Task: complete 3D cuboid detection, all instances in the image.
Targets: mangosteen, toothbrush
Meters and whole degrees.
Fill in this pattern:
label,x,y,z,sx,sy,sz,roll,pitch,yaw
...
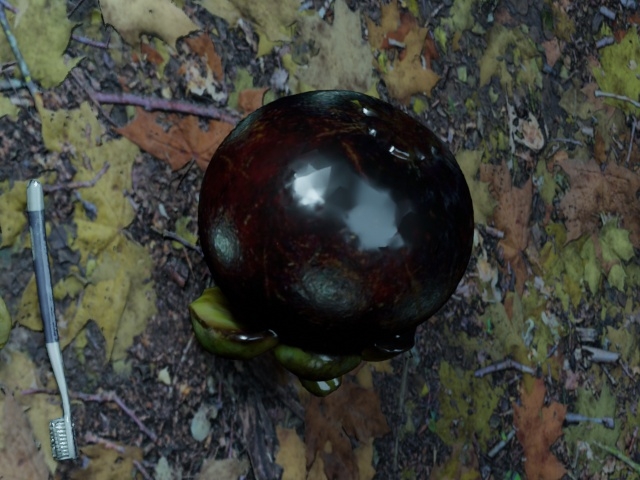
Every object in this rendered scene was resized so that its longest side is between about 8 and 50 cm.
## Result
label,x,y,z,sx,sy,sz,roll,pitch,yaw
mangosteen,0.007,-0.010,1.758,0.330,0.330,0.330,6,82,-46
toothbrush,-0.276,0.081,1.633,0.026,0.024,0.288,-8,93,-32

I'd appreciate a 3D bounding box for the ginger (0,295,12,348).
label,x,y,z,sx,sy,sz,roll,pitch,yaw
ginger,-0.357,-0.033,1.527,0.118,0.065,0.298,-13,97,-60
